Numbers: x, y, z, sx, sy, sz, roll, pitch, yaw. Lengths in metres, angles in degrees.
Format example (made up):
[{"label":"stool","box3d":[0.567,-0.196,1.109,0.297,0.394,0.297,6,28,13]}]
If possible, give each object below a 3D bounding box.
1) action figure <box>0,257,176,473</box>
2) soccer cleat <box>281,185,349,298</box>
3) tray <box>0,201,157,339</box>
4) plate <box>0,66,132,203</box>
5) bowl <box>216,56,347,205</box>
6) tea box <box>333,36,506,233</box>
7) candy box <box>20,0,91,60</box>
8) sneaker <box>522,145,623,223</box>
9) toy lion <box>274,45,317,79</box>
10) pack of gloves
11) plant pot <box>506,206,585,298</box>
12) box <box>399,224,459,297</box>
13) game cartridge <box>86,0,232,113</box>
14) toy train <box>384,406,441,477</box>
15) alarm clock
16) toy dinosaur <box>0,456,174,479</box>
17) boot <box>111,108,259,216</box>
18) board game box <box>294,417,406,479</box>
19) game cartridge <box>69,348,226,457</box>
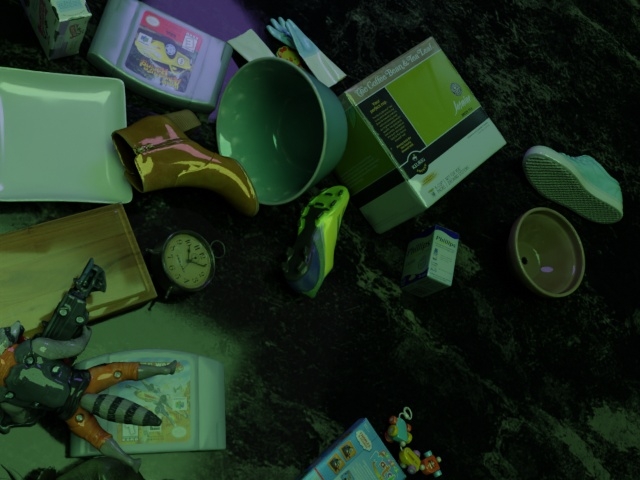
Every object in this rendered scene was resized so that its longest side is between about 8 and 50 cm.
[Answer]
[{"label":"action figure","box3d":[-0.417,0.209,1.297,0.330,0.178,0.341,21,89,-13]},{"label":"soccer cleat","box3d":[-0.001,0.000,1.719,0.121,0.093,0.289,55,48,-39]},{"label":"tray","box3d":[-0.533,0.081,1.401,0.410,0.076,0.203,-19,84,-32]},{"label":"plate","box3d":[-0.525,-0.202,1.510,0.277,0.045,0.278,0,74,-29]},{"label":"bowl","box3d":[-0.064,-0.238,1.650,0.163,0.311,0.312,-13,80,-52]},{"label":"tea box","box3d":[0.202,-0.251,1.813,0.329,0.220,0.324,-37,94,-32]},{"label":"candy box","box3d":[-0.544,-0.490,1.520,0.070,0.165,0.196,-24,86,-31]},{"label":"sneaker","box3d":[0.706,-0.185,2.127,0.366,0.135,0.150,31,54,-26]},{"label":"toy lion","box3d":[-0.061,-0.429,1.842,0.100,0.034,0.096,-2,68,-29]},{"label":"pack of gloves","box3d":[-0.072,-0.443,1.798,0.232,0.046,0.195,46,54,9]},{"label":"plant pot","box3d":[0.567,0.041,1.981,0.237,0.109,0.237,8,72,-25]},{"label":"box","box3d":[0.259,0.050,1.804,0.072,0.126,0.137,22,65,-19]},{"label":"game cartridge","box3d":[-0.349,-0.402,1.665,0.294,0.060,0.196,21,70,-21]},{"label":"toy train","box3d":[0.201,0.464,1.694,0.125,0.046,0.166,-8,66,-56]},{"label":"alarm clock","box3d":[-0.269,0.041,1.556,0.192,0.064,0.129,-23,92,-44]},{"label":"toy dinosaur","box3d":[-0.401,0.449,1.330,0.313,0.121,0.160,-9,92,-26]},{"label":"boot","box3d":[-0.283,-0.132,1.568,0.295,0.104,0.211,52,47,4]},{"label":"board game box","box3d":[0.065,0.507,1.607,0.211,0.039,0.160,-36,93,-31]},{"label":"game cartridge","box3d":[-0.325,0.309,1.454,0.297,0.062,0.198,5,77,-27]}]
